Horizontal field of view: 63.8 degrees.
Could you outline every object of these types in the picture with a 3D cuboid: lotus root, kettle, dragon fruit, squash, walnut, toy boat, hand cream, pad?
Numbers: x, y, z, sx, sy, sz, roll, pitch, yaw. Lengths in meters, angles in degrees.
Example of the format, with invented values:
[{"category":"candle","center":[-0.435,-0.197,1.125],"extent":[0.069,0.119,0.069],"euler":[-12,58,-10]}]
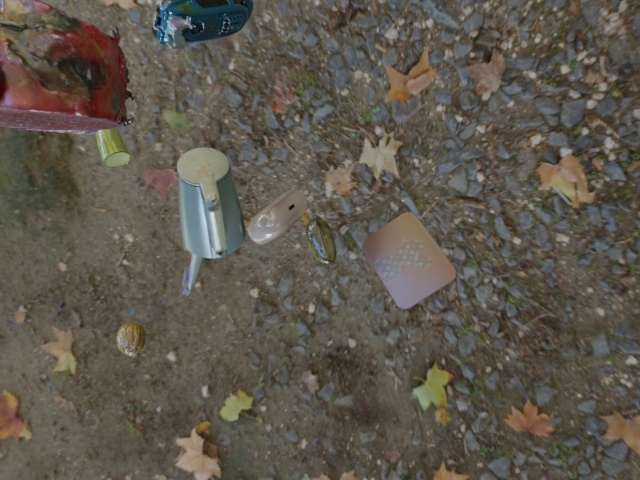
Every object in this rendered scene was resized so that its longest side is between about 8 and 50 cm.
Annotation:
[{"category":"lotus root","center":[0.000,0.000,1.740],"extent":[0.089,0.080,0.180],"euler":[-8,74,-31]},{"category":"kettle","center":[-0.255,-0.069,1.183],"extent":[0.159,0.243,0.211],"euler":[-8,55,-11]},{"category":"dragon fruit","center":[-0.330,-0.206,0.604],"extent":[0.210,0.282,0.147],"euler":[1,97,-1]},{"category":"squash","center":[-0.717,-0.364,1.753],"extent":[0.094,0.094,0.225],"euler":[-24,74,10]},{"category":"walnut","center":[-0.683,0.355,1.857],"extent":[0.105,0.105,0.125],"euler":[-6,61,10]},{"category":"toy boat","center":[-0.268,-0.544,1.286],"extent":[0.092,0.298,0.134],"euler":[48,139,11]},{"category":"hand cream","center":[-0.390,0.007,1.639],"extent":[0.077,0.124,0.341],"euler":[20,81,-24]},{"category":"pad","center":[0.232,0.047,1.389],"extent":[0.181,0.004,0.267],"euler":[-33,49,5]}]

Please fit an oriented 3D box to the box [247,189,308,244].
[{"category":"box","center":[-0.119,-0.067,1.450],"extent":[0.088,0.200,0.146],"euler":[52,139,-5]}]
